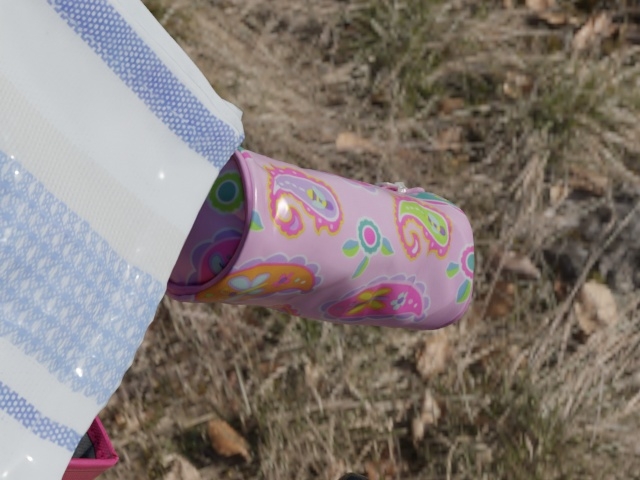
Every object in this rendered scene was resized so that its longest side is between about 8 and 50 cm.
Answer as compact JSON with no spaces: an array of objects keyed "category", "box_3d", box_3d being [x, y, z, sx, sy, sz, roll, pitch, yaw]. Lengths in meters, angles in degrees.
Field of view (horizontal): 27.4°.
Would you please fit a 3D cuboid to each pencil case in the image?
[{"category":"pencil case","box_3d":[0.000,0.000,0.979,0.124,0.284,0.124,-8,78,41]}]

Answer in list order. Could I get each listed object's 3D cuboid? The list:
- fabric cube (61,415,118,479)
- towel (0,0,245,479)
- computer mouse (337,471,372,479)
[{"category":"fabric cube","box_3d":[-0.312,0.074,0.661,0.258,0.254,0.259,-37,70,12]},{"category":"towel","box_3d":[-0.134,0.007,0.397,0.034,0.209,0.285,-4,50,39]},{"category":"computer mouse","box_3d":[0.037,0.260,0.874,0.041,0.071,0.242,3,43,-19]}]
